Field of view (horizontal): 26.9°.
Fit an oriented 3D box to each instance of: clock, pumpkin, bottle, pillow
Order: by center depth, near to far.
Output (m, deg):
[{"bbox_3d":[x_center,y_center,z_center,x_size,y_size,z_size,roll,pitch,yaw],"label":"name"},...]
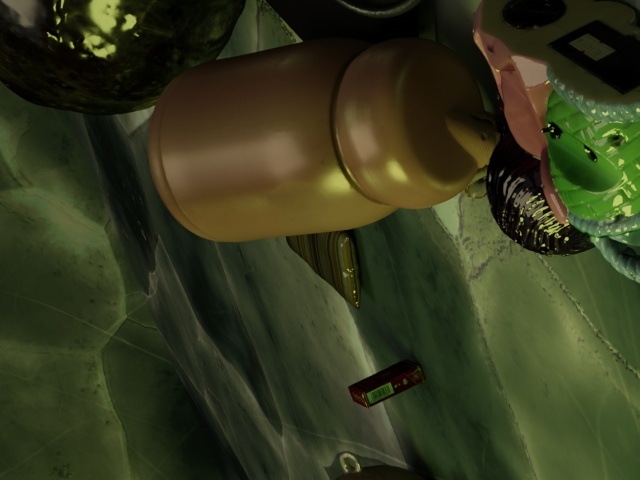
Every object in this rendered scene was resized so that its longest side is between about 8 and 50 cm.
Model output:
[{"bbox_3d":[0.183,-0.063,0.941,0.194,0.100,0.195,48,157,44],"label":"clock"},{"bbox_3d":[0.012,-0.088,1.186,0.297,0.206,0.173,-7,65,44],"label":"bottle"},{"bbox_3d":[-0.262,-0.363,1.498,0.454,0.344,0.454,35,134,47],"label":"pumpkin"},{"bbox_3d":[0.000,0.000,1.729,0.203,0.038,0.113,44,149,53],"label":"pillow"}]

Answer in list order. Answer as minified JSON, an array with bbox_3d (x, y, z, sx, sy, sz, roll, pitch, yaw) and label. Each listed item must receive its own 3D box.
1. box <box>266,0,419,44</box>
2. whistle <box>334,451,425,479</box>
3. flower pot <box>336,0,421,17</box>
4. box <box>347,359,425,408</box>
[{"bbox_3d":[0.004,-0.293,1.251,0.289,0.073,0.290,51,157,42],"label":"box"},{"bbox_3d":[0.100,0.432,1.746,0.189,0.189,0.347,172,79,-74],"label":"whistle"},{"bbox_3d":[0.059,-0.258,1.008,0.157,0.107,0.157,27,133,33],"label":"flower pot"},{"bbox_3d":[0.080,0.173,1.624,0.023,0.082,0.051,69,164,-11],"label":"box"}]
